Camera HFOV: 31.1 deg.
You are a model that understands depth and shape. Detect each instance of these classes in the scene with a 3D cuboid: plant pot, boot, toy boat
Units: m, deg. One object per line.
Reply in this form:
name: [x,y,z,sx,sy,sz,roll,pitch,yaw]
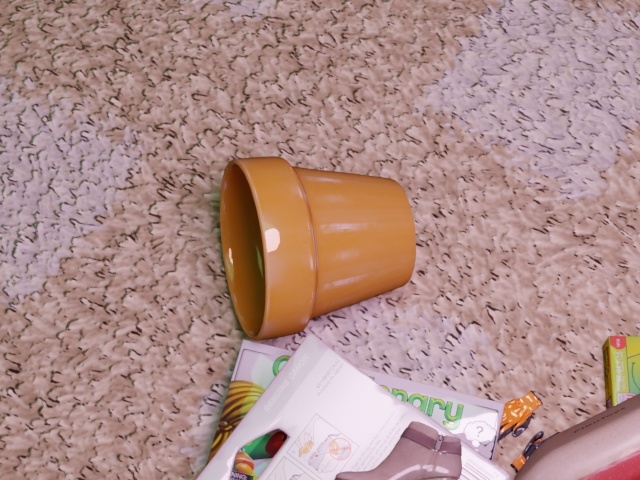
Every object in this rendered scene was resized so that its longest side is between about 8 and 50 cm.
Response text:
plant pot: [0.000,0.000,1.311,0.187,0.205,0.205,-7,66,-17]
boot: [0.082,0.223,1.155,0.118,0.042,0.087,18,67,7]
toy boat: [0.316,0.258,1.193,0.231,0.151,0.151,-29,84,10]

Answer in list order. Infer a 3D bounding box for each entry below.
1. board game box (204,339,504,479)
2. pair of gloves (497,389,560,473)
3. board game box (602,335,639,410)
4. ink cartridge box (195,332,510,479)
board game box: [0.034,0.239,1.268,0.305,0.053,0.193,13,71,8]
pair of gloves: [0.234,0.218,1.296,0.074,0.010,0.083,-31,70,-11]
board game box: [0.415,0.159,1.296,0.181,0.043,0.092,1,66,3]
ink cartridge box: [0.006,0.289,1.187,0.261,0.066,0.296,35,76,13]
